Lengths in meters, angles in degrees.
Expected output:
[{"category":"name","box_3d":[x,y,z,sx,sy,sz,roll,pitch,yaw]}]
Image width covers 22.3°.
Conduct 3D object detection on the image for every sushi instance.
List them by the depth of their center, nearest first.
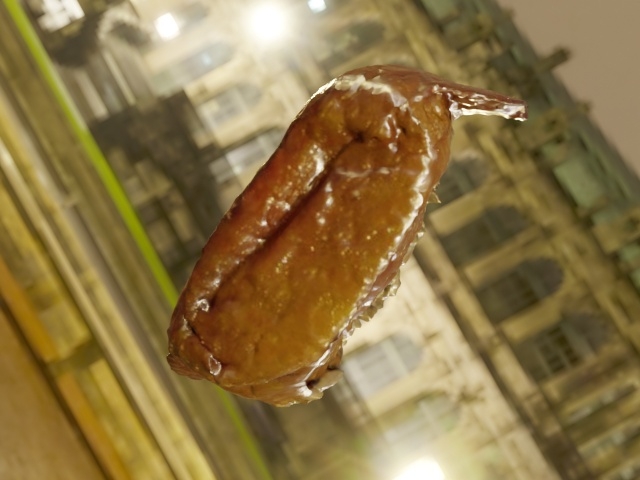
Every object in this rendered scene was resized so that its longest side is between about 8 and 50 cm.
[{"category":"sushi","box_3d":[0.000,0.000,0.426,0.052,0.120,0.055,37,15,18]}]
